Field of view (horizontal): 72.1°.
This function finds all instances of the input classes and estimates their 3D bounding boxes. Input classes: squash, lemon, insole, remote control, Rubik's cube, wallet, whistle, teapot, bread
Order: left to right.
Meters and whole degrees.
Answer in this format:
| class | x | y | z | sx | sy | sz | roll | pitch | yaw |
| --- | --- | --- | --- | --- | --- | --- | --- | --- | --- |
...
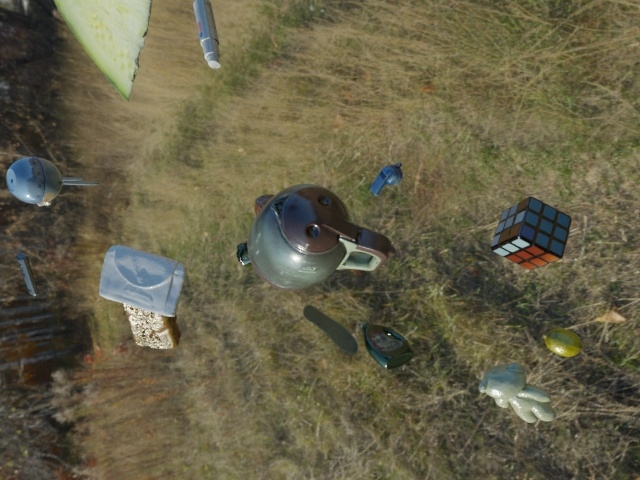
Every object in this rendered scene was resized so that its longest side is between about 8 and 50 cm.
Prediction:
| class | x | y | z | sx | sy | sz | roll | pitch | yaw |
| --- | --- | --- | --- | --- | --- | --- | --- | --- | --- |
| remote control | -0.583 | 0.068 | 0.872 | 0.034 | 0.016 | 0.090 | 18 | 121 | 28 |
| squash | -0.347 | -0.365 | 0.643 | 0.237 | 0.155 | 0.203 | -39 | 60 | 48 |
| wallet | -0.378 | 0.084 | 0.928 | 0.032 | 0.183 | 0.124 | -27 | -48 | -83 |
| bread | -0.458 | 0.209 | 1.217 | 0.270 | 0.139 | 0.077 | 97 | 177 | -45 |
| teapot | 0.000 | 0.000 | 1.005 | 0.312 | 0.315 | 0.233 | 138 | 150 | -72 |
| insole | 0.037 | 0.294 | 1.469 | 0.232 | 0.080 | 0.003 | 40 | 137 | -2 |
| whistle | 0.273 | -0.244 | 1.738 | 0.157 | 0.090 | 0.090 | -58 | 46 | 31 |
| Rubik's cube | 0.677 | -0.020 | 1.421 | 0.162 | 0.161 | 0.163 | -64 | 3 | -19 |
| lemon | 0.743 | 0.312 | 1.352 | 0.111 | 0.082 | 0.081 | 18 | 113 | 15 |

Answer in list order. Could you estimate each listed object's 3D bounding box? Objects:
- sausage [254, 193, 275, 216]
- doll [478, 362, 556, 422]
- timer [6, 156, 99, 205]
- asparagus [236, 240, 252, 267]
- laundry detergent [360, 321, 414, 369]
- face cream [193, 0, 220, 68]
| class | x | y | z | sx | sy | sz | roll | pitch | yaw |
| --- | --- | --- | --- | --- | --- | --- | --- | --- | --- |
| sausage | -0.105 | -0.041 | 1.380 | 0.114 | 0.259 | 0.113 | -33 | 29 | 21 |
| doll | 0.695 | 0.536 | 1.553 | 0.175 | 0.278 | 0.149 | -41 | 10 | 15 |
| timer | -0.932 | -0.187 | 1.513 | 0.176 | 0.255 | 0.175 | -9 | 70 | 26 |
| asparagus | -0.176 | 0.022 | 1.906 | 0.108 | 0.382 | 0.128 | -85 | -25 | -49 |
| laundry detergent | 0.209 | 0.338 | 1.477 | 0.211 | 0.138 | 0.062 | 42 | 143 | 54 |
| face cream | -0.203 | -0.372 | 0.795 | 0.034 | 0.034 | 0.129 | -32 | 69 | 54 |
